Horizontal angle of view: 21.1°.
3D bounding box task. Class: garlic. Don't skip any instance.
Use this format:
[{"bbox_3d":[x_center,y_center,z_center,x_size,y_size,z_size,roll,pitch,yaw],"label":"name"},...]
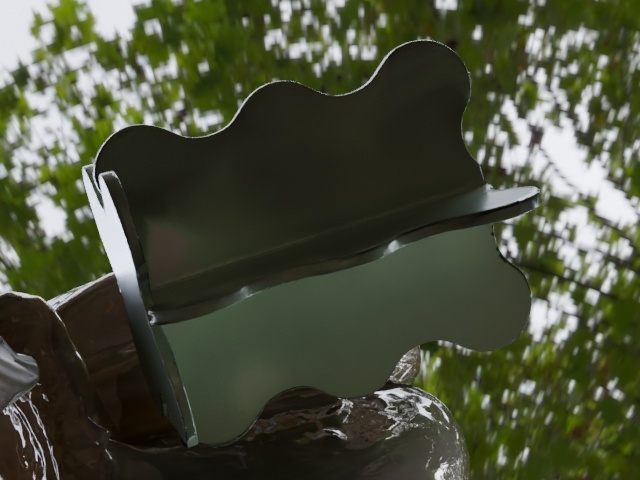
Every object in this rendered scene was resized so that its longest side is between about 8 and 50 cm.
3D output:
[{"bbox_3d":[-0.035,0.103,0.982,0.325,0.132,0.279,-6,-133,-39],"label":"garlic"}]

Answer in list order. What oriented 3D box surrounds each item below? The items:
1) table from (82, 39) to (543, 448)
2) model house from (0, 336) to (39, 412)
[{"bbox_3d":[0.000,0.000,0.858,0.198,0.166,0.166,-18,-109,-11],"label":"table"},{"bbox_3d":[-0.153,0.059,0.309,0.183,0.166,0.172,2,-77,28],"label":"model house"}]
